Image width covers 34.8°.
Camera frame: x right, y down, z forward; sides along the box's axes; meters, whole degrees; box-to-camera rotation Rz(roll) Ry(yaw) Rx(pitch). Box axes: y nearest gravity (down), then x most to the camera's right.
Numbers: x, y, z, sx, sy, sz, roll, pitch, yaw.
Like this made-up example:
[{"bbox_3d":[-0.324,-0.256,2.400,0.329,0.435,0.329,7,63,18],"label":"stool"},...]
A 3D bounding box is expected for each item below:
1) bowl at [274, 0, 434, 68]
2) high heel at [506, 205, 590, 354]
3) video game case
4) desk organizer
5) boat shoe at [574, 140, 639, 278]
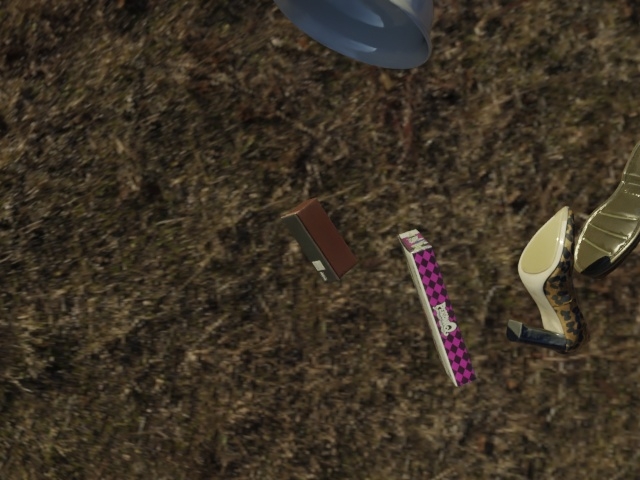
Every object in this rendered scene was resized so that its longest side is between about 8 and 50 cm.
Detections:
[{"bbox_3d":[0.073,-0.423,1.715,0.298,0.298,0.134,30,76,-23],"label":"bowl"},{"bbox_3d":[0.445,0.075,1.835,0.186,0.093,0.261,13,99,-32],"label":"high heel"},{"bbox_3d":[0.191,0.106,1.698,0.042,0.210,0.232,-19,97,1],"label":"video game case"},{"bbox_3d":[0.000,0.000,1.629,0.050,0.047,0.130,-40,103,-30],"label":"desk organizer"},{"bbox_3d":[0.593,-0.046,1.929,0.307,0.111,0.104,-55,137,-4],"label":"boat shoe"}]
